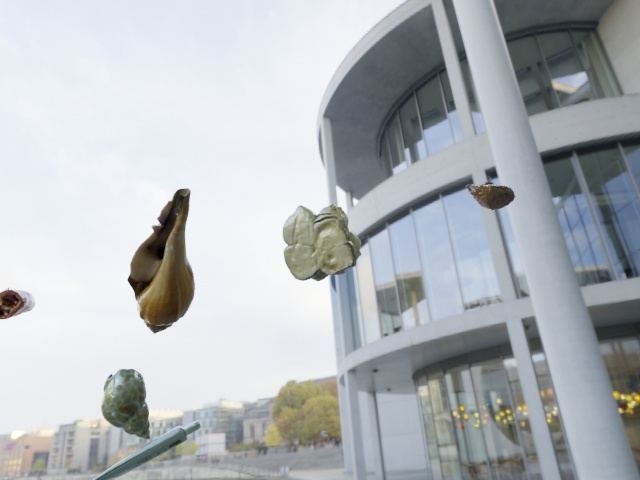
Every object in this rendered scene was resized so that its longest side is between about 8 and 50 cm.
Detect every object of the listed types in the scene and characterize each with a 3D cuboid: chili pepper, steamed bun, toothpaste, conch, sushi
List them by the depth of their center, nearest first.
[{"bbox_3d":[-0.250,0.044,0.813,0.093,0.109,0.331,-23,-36,-54],"label":"conch"},{"bbox_3d":[0.310,-0.083,0.887,0.099,0.047,0.051,11,-70,-26],"label":"sushi"},{"bbox_3d":[-0.385,0.473,1.075,0.255,0.037,0.067,-26,-24,-22],"label":"toothpaste"},{"bbox_3d":[0.000,0.000,1.184,0.177,0.193,0.106,-23,-4,19],"label":"steamed bun"},{"bbox_3d":[-0.749,0.159,1.208,0.088,0.065,0.169,-27,-1,-11],"label":"chili pepper"},{"bbox_3d":[-0.500,0.419,1.249,0.116,0.173,0.105,1,12,-41],"label":"conch"}]
